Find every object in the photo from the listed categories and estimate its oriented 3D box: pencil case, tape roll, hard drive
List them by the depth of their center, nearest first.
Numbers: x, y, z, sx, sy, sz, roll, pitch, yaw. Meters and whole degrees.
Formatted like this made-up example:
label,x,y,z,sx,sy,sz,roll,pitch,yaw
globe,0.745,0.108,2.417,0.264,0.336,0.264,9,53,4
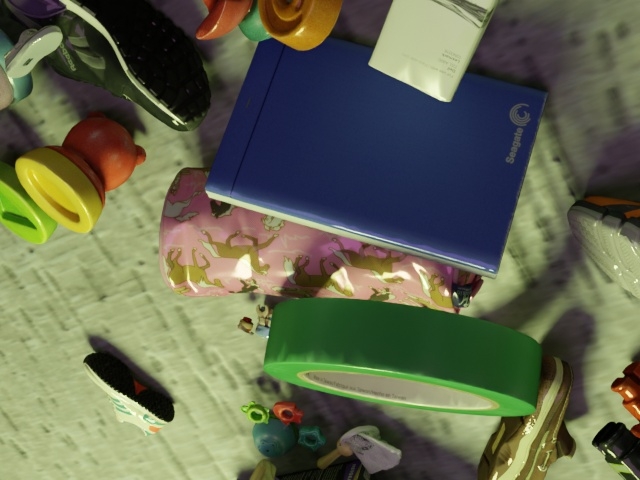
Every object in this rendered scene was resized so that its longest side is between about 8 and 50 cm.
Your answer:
label,x,y,z,sx,sy,sz,roll,pitch,yaw
hard drive,0.061,-0.102,1.079,0.318,0.210,0.040,16,164,9
tape roll,0.095,0.142,1.181,0.321,0.077,0.321,9,165,2
pencil case,0.000,0.000,1.191,0.386,0.167,0.160,5,161,17

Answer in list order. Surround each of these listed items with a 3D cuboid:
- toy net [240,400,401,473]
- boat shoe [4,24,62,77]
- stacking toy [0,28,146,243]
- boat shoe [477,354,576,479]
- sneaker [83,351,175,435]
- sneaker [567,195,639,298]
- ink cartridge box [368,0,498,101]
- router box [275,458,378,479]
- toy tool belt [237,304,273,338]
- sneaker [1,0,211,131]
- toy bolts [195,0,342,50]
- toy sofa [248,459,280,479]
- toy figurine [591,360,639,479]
label,x,y,z,sx,sy,sz,roll,pitch,yaw
toy net,0.005,0.274,1.443,0.232,0.045,0.122,2,121,16
boat shoe,-0.328,-0.222,1.136,0.100,0.035,0.035,-30,76,41
stacking toy,-0.387,-0.144,1.293,0.309,0.130,0.279,46,151,-10
boat shoe,0.286,0.247,1.303,0.095,0.095,0.257,12,133,-5
sneaker,-0.302,0.239,1.516,0.161,0.057,0.075,38,121,-11
sneaker,0.426,-0.009,1.050,0.321,0.180,0.124,29,161,44
ink cartridge box,0.137,-0.267,0.956,0.092,0.160,0.219,25,127,4
router box,0.026,0.492,1.555,0.243,0.081,0.309,-18,115,28
toy tool belt,-0.065,0.106,1.356,0.083,0.052,0.051,18,95,4
sneaker,-0.251,-0.224,1.175,0.283,0.107,0.124,46,135,-4
toy bolts,-0.012,-0.259,0.998,0.228,0.158,0.218,-34,64,46
toy sofa,0.040,0.457,1.406,0.362,0.177,0.150,28,101,-1
toy figurine,0.434,0.200,1.134,0.148,0.213,0.209,45,122,2
